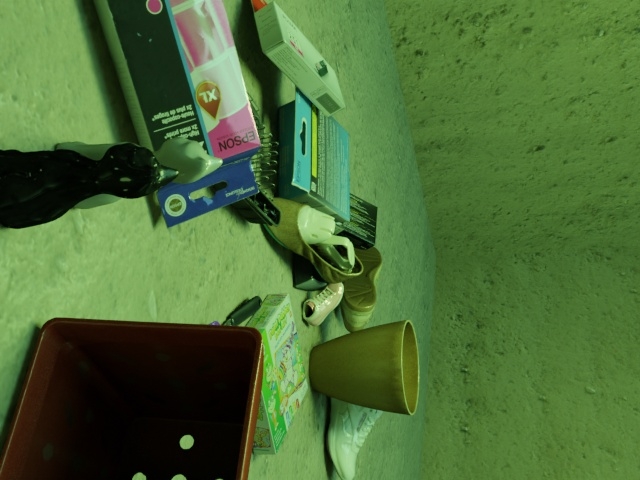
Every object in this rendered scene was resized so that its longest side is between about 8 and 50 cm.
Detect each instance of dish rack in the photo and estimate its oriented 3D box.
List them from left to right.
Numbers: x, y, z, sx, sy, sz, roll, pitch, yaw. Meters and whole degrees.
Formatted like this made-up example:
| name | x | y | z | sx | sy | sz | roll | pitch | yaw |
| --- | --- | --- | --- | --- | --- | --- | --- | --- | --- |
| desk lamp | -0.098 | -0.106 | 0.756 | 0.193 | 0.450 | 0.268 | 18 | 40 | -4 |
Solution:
| name | x | y | z | sx | sy | sz | roll | pitch | yaw |
| --- | --- | --- | --- | --- | --- | --- | --- | --- | --- |
| dish rack | -0.143 | -0.180 | 1.438 | 0.208 | 0.074 | 0.271 | 51 | 38 | -63 |

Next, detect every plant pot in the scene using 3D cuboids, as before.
| name | x | y | z | sx | sy | sz | roll | pitch | yaw |
| --- | --- | --- | --- | --- | --- | --- | --- | --- | --- |
| plant pot | -0.200 | 0.268 | 0.866 | 0.235 | 0.267 | 0.267 | 82 | 13 | -59 |
| plant pot | 0.108 | 0.327 | 1.822 | 0.237 | 0.255 | 0.237 | -4 | 90 | -74 |

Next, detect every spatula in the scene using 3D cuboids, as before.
| name | x | y | z | sx | sy | sz | roll | pitch | yaw |
| --- | --- | --- | --- | --- | --- | --- | --- | --- | --- |
| spatula | -0.170 | 0.162 | 1.334 | 0.296 | 0.030 | 0.084 | -46 | 127 | -67 |

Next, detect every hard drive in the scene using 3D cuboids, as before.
| name | x | y | z | sx | sy | sz | roll | pitch | yaw |
| --- | --- | --- | --- | --- | --- | --- | --- | --- | --- |
| hard drive | -0.008 | 0.045 | 1.854 | 0.255 | 0.054 | 0.171 | 14 | 73 | -72 |

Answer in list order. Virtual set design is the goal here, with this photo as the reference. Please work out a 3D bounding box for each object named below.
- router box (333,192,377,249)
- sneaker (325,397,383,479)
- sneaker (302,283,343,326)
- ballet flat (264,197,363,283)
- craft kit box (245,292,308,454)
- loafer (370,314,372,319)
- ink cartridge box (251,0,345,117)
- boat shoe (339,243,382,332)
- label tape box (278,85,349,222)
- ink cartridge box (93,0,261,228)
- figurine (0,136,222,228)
| name | x | y | z | sx | sy | sz | roll | pitch | yaw |
| --- | --- | --- | --- | --- | --- | --- | --- | --- | --- |
| router box | 0.081 | -0.067 | 2.029 | 0.179 | 0.046 | 0.133 | 26 | 54 | -28 |
| sneaker | 0.096 | 0.492 | 1.921 | 0.114 | 0.152 | 0.305 | 46 | 44 | -68 |
| sneaker | 0.004 | 0.154 | 1.798 | 0.134 | 0.051 | 0.070 | -54 | 147 | -1 |
| ballet flat | 0.000 | 0.000 | 1.657 | 0.342 | 0.124 | 0.116 | 48 | 46 | -44 |
| craft kit box | -0.102 | 0.273 | 1.498 | 0.250 | 0.061 | 0.246 | -57 | 137 | -64 |
| loafer | 0.096 | 0.123 | 2.120 | 0.268 | 0.092 | 0.101 | -100 | -174 | -48 |
| ink cartridge box | -0.054 | -0.443 | 1.614 | 0.275 | 0.060 | 0.238 | 36 | 34 | -52 |
| boat shoe | 0.100 | 0.122 | 1.989 | 0.341 | 0.122 | 0.110 | -75 | 177 | -58 |
| label tape box | -0.034 | -0.199 | 1.736 | 0.348 | 0.115 | 0.249 | 28 | 60 | -63 |
| ink cartridge box | -0.201 | -0.214 | 1.083 | 0.176 | 0.069 | 0.370 | -24 | 114 | -28 |
| figurine | -0.243 | -0.080 | 0.848 | 0.215 | 0.210 | 0.092 | -37 | 121 | -70 |
